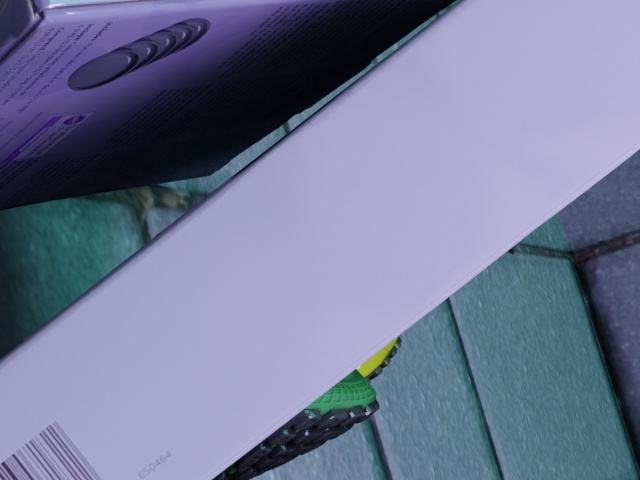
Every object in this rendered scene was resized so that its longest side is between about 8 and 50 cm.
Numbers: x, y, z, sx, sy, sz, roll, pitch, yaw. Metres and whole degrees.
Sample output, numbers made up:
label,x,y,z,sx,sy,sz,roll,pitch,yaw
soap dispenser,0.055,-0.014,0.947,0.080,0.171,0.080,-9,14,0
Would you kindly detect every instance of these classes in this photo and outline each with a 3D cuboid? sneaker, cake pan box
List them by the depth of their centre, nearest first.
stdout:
label,x,y,z,sx,sy,sz,roll,pitch,yaw
cake pan box,-0.094,-0.084,0.797,0.246,0.267,0.070,-10,77,-38
sneaker,-0.044,0.066,1.129,0.146,0.134,0.343,61,12,-6

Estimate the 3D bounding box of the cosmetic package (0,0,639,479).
label,x,y,z,sx,sy,sz,roll,pitch,yaw
cosmetic package,0.000,0.000,0.790,0.097,0.377,0.284,52,1,0
